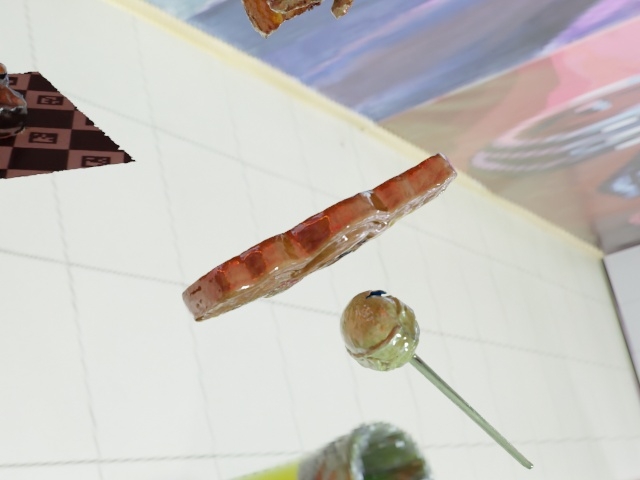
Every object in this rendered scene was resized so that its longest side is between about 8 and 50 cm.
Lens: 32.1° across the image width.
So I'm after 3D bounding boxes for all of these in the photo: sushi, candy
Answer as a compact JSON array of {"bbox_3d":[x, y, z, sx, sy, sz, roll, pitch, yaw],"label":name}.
[{"bbox_3d":[-0.378,-0.145,1.173,0.292,0.294,0.059,-12,122,-34],"label":"sushi"},{"bbox_3d":[0.149,0.177,1.322,0.335,0.093,0.092,42,33,-22],"label":"candy"}]

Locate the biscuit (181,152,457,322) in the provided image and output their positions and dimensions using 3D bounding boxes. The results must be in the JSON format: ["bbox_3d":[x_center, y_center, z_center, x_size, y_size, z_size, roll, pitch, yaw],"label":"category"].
[{"bbox_3d":[0.002,0.003,1.005,0.295,0.186,0.044,-28,82,-37],"label":"biscuit"}]

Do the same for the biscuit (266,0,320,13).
[{"bbox_3d":[0.057,-0.314,1.249,0.131,0.236,0.026,-76,144,-65],"label":"biscuit"}]

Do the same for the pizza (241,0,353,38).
[{"bbox_3d":[0.003,-0.402,1.544,0.071,0.297,0.189,-43,111,-54],"label":"pizza"}]
